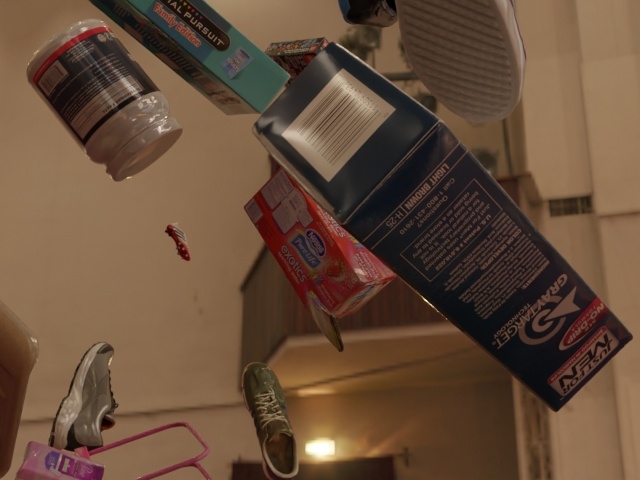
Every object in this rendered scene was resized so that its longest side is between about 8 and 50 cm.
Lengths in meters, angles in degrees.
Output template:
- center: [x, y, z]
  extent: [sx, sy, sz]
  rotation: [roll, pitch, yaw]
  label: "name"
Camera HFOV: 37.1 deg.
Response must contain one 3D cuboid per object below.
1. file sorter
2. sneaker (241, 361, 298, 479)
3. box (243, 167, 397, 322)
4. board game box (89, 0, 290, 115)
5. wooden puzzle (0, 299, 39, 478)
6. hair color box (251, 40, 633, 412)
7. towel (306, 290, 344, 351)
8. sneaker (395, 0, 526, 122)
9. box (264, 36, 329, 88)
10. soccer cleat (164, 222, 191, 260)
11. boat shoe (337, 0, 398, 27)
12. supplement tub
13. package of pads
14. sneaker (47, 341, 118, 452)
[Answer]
- center: [-0.230, 0.442, 1.410]
  extent: [0.182, 0.290, 0.202]
  rotation: [-16, 10, -18]
  label: "file sorter"
- center: [-0.070, 0.281, 1.467]
  extent: [0.064, 0.192, 0.086]
  rotation: [-12, -3, -17]
  label: "sneaker"
- center: [0.000, 0.000, 1.658]
  extent: [0.128, 0.257, 0.123]
  rotation: [-44, -20, 31]
  label: "box"
- center: [-0.225, -0.332, 1.489]
  extent: [0.336, 0.079, 0.254]
  rotation: [39, -5, -18]
  label: "board game box"
- center: [-0.495, 0.125, 1.260]
  extent: [0.080, 0.322, 0.348]
  rotation: [-39, -14, -44]
  label: "wooden puzzle"
- center: [0.112, -0.001, 0.814]
  extent: [0.105, 0.174, 0.347]
  rotation: [-47, -50, 5]
  label: "hair color box"
- center: [0.007, 0.105, 1.243]
  extent: [0.009, 0.060, 0.083]
  rotation: [-24, 29, -14]
  label: "towel"
- center: [0.127, -0.253, 0.827]
  extent: [0.102, 0.161, 0.282]
  rotation: [-5, -58, 38]
  label: "sneaker"
- center: [0.006, -0.310, 1.944]
  extent: [0.159, 0.044, 0.233]
  rotation: [6, -33, 46]
  label: "box"
- center: [-0.274, 0.001, 1.881]
  extent: [0.036, 0.083, 0.029]
  rotation: [-27, -8, -47]
  label: "soccer cleat"
- center: [0.118, -0.398, 1.583]
  extent: [0.089, 0.109, 0.258]
  rotation: [-12, 17, 29]
  label: "boat shoe"
- center: [-0.414, -0.269, 1.836]
  extent: [0.191, 0.272, 0.191]
  rotation: [-39, -1, -1]
  label: "supplement tub"
- center: [-0.262, 0.237, 0.960]
  extent: [0.083, 0.050, 0.032]
  rotation: [23, -68, -12]
  label: "package of pads"
- center: [-0.434, 0.304, 1.820]
  extent: [0.108, 0.271, 0.100]
  rotation: [18, -55, -9]
  label: "sneaker"
